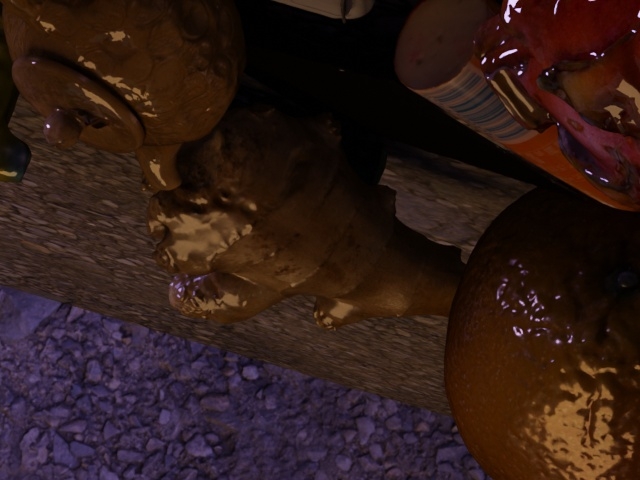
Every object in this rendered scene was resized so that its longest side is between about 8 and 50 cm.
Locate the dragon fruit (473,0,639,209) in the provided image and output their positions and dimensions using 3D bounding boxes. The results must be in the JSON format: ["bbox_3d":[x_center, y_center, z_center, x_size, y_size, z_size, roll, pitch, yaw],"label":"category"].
[{"bbox_3d":[0.238,-0.115,0.945,0.250,0.250,0.315,21,152,-21],"label":"dragon fruit"}]

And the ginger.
[{"bbox_3d":[-0.015,0.020,1.680,0.375,0.236,0.166,43,177,-27],"label":"ginger"}]

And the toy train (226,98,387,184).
[{"bbox_3d":[-0.051,-0.095,1.741,0.251,0.085,0.119,17,155,-10],"label":"toy train"}]

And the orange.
[{"bbox_3d":[0.268,0.097,1.599,0.322,0.322,0.357,15,162,9],"label":"orange"}]

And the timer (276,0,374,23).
[{"bbox_3d":[-0.043,-0.224,1.159,0.178,0.078,0.253,16,168,5],"label":"timer"}]

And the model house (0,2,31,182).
[{"bbox_3d":[-0.378,-0.163,1.488,0.303,0.237,0.215,18,167,-6],"label":"model house"}]

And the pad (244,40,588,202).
[{"bbox_3d":[0.030,-0.119,1.505,0.247,0.007,0.367,26,178,-39],"label":"pad"}]

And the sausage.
[{"bbox_3d":[0.195,-0.097,1.377,0.312,0.093,0.093,26,164,-39],"label":"sausage"}]

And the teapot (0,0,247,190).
[{"bbox_3d":[-0.177,-0.149,1.388,0.203,0.167,0.311,14,154,34],"label":"teapot"}]
